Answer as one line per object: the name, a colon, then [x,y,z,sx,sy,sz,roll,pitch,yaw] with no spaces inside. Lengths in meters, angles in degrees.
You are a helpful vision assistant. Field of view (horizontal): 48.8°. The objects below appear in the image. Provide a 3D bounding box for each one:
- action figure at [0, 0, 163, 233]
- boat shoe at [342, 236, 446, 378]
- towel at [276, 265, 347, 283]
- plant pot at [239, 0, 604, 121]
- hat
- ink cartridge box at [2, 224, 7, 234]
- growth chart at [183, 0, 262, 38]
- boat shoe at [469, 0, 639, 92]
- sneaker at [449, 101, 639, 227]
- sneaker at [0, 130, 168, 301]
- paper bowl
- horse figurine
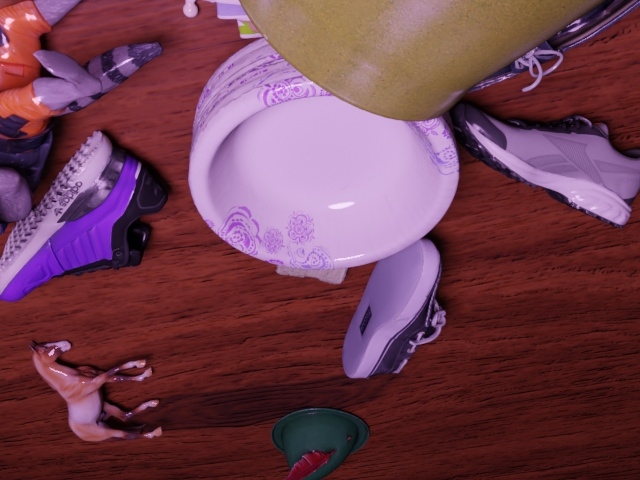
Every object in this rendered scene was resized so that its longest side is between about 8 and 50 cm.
action figure: [-0.307,-0.082,0.713,0.179,0.341,0.330,7,140,-47]
boat shoe: [0.124,0.108,1.018,0.105,0.113,0.306,4,135,-17]
towel: [0.000,0.000,0.967,0.110,0.027,0.148,10,131,-12]
plant pot: [0.111,-0.287,0.518,0.366,0.366,0.353,21,135,-21]
hat: [-0.008,0.413,1.233,0.209,0.183,0.173,16,129,-18]
ink cartridge box: [-0.487,-0.073,0.854,0.207,0.046,0.097,11,129,-13]
growth chart: [-0.031,-0.273,0.723,0.237,0.021,0.172,6,132,-9]
boat shoe: [0.232,-0.225,0.745,0.255,0.079,0.095,-25,129,18]
sneaker: [0.276,-0.112,0.855,0.272,0.100,0.108,21,103,-17]
sneaker: [-0.302,0.005,0.900,0.146,0.102,0.293,32,122,-29]
paper bowl: [0.002,-0.106,0.779,0.284,0.148,0.284,-2,139,-2]
horse figurine: [-0.357,0.263,1.154,0.175,0.066,0.263,-6,130,-6]
